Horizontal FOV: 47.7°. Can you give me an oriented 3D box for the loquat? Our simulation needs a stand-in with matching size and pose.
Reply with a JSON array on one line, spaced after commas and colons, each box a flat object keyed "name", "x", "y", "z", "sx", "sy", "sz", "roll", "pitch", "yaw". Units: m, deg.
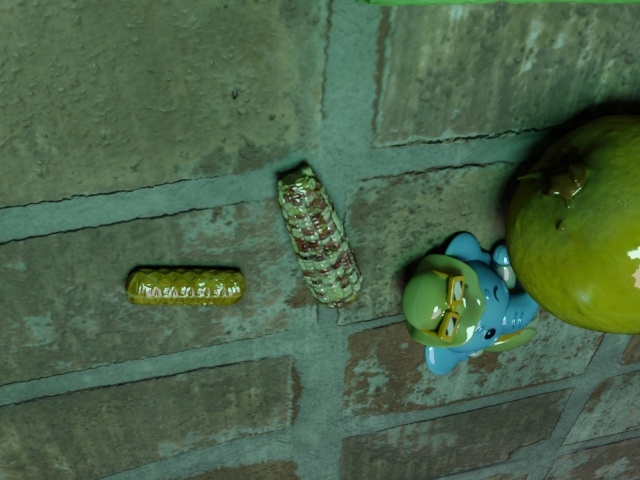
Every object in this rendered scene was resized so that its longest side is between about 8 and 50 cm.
[{"name": "loquat", "x": 0.359, "y": -0.018, "z": 0.882, "sx": 0.274, "sy": 0.275, "sz": 0.275, "roll": -10, "pitch": 138, "yaw": -9}]

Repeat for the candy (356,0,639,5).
[{"name": "candy", "x": 0.193, "y": -0.267, "z": 0.643, "sx": 0.343, "sy": 0.142, "sz": 0.132, "roll": -7, "pitch": 151, "yaw": -12}]

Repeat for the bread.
[{"name": "bread", "x": -0.173, "y": 0.061, "z": 0.938, "sx": 0.157, "sy": 0.044, "sz": 0.052, "roll": 2, "pitch": 138, "yaw": -21}]

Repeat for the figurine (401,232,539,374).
[{"name": "figurine", "x": 0.230, "y": 0.086, "z": 1.057, "sx": 0.262, "sy": 0.154, "sz": 0.180, "roll": -9, "pitch": 132, "yaw": -37}]

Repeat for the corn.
[{"name": "corn", "x": 0.000, "y": 0.000, "z": 0.917, "sx": 0.079, "sy": 0.079, "sz": 0.237, "roll": -19, "pitch": 134, "yaw": 1}]
